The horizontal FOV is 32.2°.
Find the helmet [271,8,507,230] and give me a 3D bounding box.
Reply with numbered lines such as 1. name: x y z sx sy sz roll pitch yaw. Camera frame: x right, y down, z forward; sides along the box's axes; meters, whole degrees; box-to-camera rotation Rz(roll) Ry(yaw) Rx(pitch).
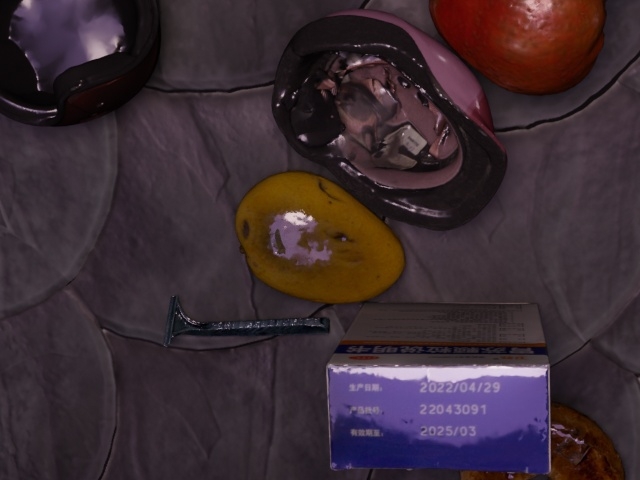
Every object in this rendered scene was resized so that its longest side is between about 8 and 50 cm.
1. helmet: 0.077 -0.144 1.156 0.253 0.154 0.198 23 138 -4

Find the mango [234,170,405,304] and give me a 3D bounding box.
1. mango: 0.000 0.000 1.219 0.195 0.098 0.137 17 96 2

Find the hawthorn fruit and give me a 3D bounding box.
1. hawthorn fruit: 0.178 -0.247 1.103 0.226 0.196 0.196 15 102 13

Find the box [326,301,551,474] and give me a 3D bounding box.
1. box: 0.126 0.138 1.117 0.200 0.299 0.106 -1 99 9

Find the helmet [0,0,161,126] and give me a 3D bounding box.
1. helmet: -0.271 -0.219 1.174 0.216 0.193 0.189 -27 90 8

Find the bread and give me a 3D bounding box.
1. bread: 0.249 0.264 1.244 0.193 0.064 0.193 3 106 10

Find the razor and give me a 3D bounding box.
1. razor: -0.084 0.098 1.286 0.190 0.033 0.066 0 58 6
